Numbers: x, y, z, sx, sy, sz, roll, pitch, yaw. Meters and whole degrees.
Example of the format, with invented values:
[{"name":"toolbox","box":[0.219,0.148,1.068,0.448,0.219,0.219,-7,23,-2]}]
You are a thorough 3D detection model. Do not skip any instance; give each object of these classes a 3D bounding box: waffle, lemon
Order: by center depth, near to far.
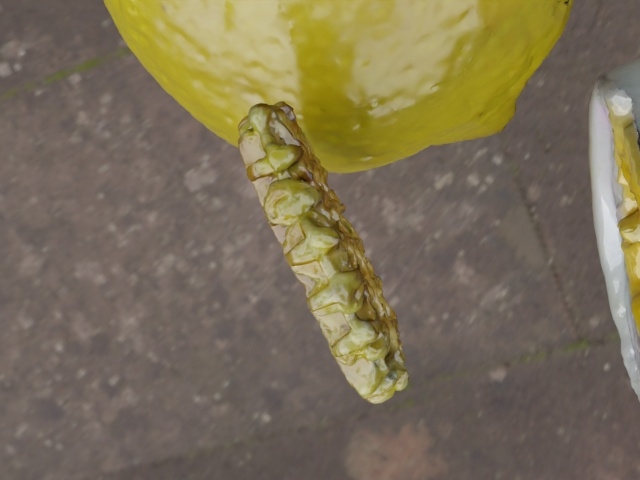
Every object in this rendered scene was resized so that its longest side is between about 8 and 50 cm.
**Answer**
[{"name":"waffle","box":[0.002,0.005,0.922,0.038,0.191,0.191,-26,101,4]},{"name":"lemon","box":[0.006,-0.208,1.045,0.336,0.336,0.336,7,113,18]}]

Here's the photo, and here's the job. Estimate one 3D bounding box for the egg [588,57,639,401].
[{"name":"egg","box":[0.434,-0.013,1.463,0.339,0.354,0.355,-9,108,1]}]
